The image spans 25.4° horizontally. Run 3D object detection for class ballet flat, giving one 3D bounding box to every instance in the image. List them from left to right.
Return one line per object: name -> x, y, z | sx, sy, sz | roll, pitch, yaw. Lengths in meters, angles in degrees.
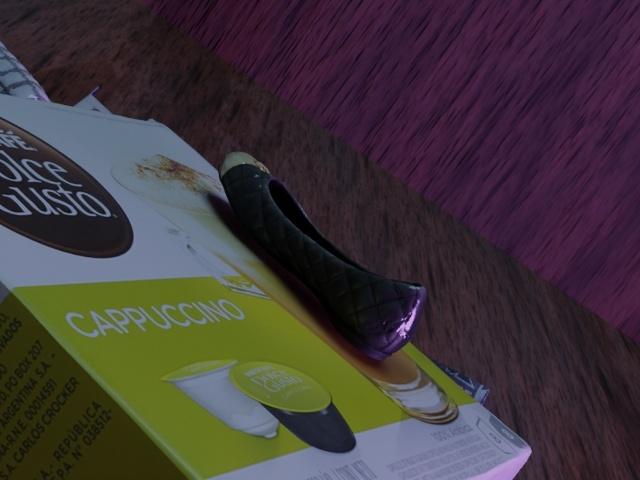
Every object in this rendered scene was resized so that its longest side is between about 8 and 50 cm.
ballet flat -> 0.000, 0.000, 0.797 | 0.173, 0.049, 0.057 | 46, 15, 34

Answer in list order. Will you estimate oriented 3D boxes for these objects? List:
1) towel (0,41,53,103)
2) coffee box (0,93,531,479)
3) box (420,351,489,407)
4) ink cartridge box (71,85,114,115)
towel -> -0.326, -0.050, 1.116 | 0.121, 0.283, 0.235 | -16, 46, -41
coffee box -> -0.157, 0.144, 0.762 | 0.334, 0.338, 0.338 | 42, 15, 20
box -> 0.044, 0.155, 1.413 | 0.233, 0.059, 0.183 | 29, -29, 14
ink cartridge box -> -0.273, -0.044, 1.386 | 0.065, 0.165, 0.332 | 35, 17, -6
